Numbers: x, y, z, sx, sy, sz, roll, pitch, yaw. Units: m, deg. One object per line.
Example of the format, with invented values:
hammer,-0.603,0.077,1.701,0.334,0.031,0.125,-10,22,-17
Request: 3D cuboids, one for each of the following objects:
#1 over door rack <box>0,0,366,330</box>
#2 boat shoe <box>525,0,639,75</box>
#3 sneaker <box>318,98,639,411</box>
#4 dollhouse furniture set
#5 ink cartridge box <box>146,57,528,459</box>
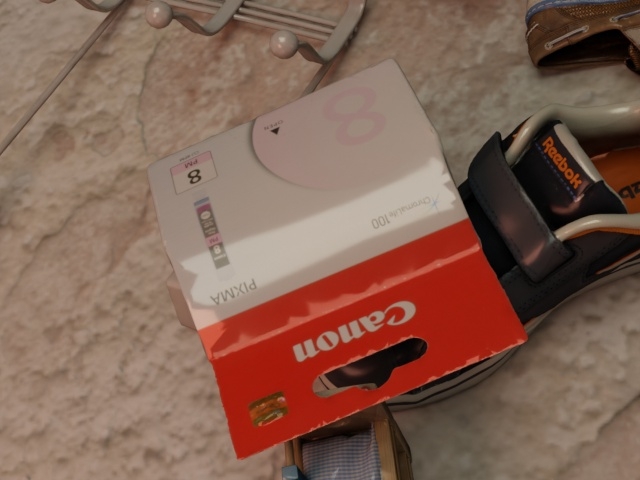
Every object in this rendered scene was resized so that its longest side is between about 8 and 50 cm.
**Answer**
over door rack,-0.131,-0.115,0.951,0.239,0.108,0.324,17,67,23
boat shoe,0.244,-0.155,0.902,0.183,0.066,0.066,-4,65,24
sneaker,0.127,-0.004,0.811,0.321,0.127,0.126,-30,60,-1
dollhouse furniture set,-0.035,0.184,0.745,0.183,0.129,0.129,-12,59,8
ink cartridge box,0.000,0.000,0.760,0.189,0.066,0.232,-23,39,2
